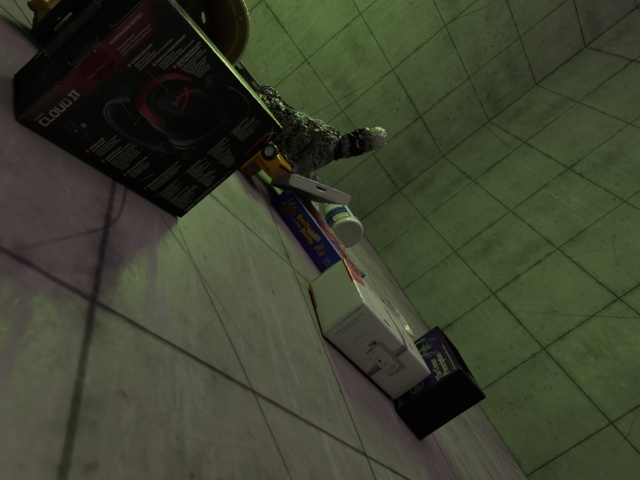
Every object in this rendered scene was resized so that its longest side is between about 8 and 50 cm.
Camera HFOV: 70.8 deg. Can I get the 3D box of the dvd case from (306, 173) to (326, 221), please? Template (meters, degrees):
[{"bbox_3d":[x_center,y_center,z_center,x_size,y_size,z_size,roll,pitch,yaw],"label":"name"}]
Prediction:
[{"bbox_3d":[-0.013,-0.145,1.770,0.164,0.018,0.221,5,81,-71],"label":"dvd case"}]

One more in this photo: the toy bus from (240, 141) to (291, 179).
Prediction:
[{"bbox_3d":[-0.233,-0.318,1.381,0.332,0.130,0.108,54,8,12],"label":"toy bus"}]

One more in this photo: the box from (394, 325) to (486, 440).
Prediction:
[{"bbox_3d":[0.277,0.348,1.141,0.103,0.184,0.261,49,9,-6],"label":"box"}]

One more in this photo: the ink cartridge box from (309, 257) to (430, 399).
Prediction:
[{"bbox_3d":[0.114,0.209,1.073,0.283,0.117,0.207,47,9,-27],"label":"ink cartridge box"}]

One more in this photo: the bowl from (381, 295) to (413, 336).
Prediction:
[{"bbox_3d":[0.239,0.283,1.560,0.170,0.080,0.170,51,8,-10],"label":"bowl"}]

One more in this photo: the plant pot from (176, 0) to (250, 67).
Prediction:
[{"bbox_3d":[-0.458,-0.774,1.596,0.334,0.334,0.305,45,0,-40],"label":"plant pot"}]

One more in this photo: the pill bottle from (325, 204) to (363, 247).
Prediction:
[{"bbox_3d":[0.084,-0.093,2.057,0.153,0.153,0.264,46,11,-34],"label":"pill bottle"}]

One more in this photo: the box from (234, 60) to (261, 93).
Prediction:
[{"bbox_3d":[-0.341,-0.606,1.840,0.231,0.183,0.056,53,8,2],"label":"box"}]

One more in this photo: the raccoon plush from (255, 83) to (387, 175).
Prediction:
[{"bbox_3d":[-0.028,-0.414,1.529,0.216,0.447,0.299,-110,-179,-65],"label":"raccoon plush"}]

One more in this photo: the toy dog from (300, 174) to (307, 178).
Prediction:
[{"bbox_3d":[-0.120,-0.271,1.884,0.220,0.161,0.333,56,-6,43],"label":"toy dog"}]

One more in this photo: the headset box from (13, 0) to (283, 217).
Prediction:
[{"bbox_3d":[-0.224,-0.191,0.604,0.293,0.218,0.110,40,14,-53],"label":"headset box"}]

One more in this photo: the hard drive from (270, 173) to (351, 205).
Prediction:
[{"bbox_3d":[-0.044,-0.170,1.514,0.203,0.040,0.307,19,1,-18],"label":"hard drive"}]

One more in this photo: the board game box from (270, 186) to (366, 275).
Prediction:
[{"bbox_3d":[0.000,0.000,1.476,0.347,0.078,0.233,53,9,11],"label":"board game box"}]

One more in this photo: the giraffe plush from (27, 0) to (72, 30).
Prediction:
[{"bbox_3d":[-0.362,-0.316,0.720,0.170,0.181,0.210,42,44,-3],"label":"giraffe plush"}]
